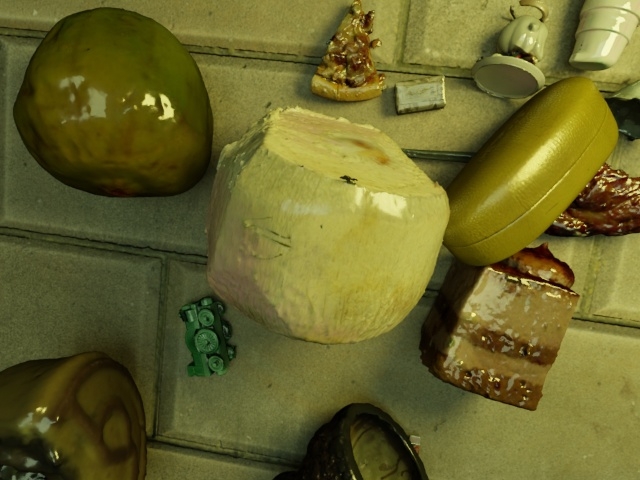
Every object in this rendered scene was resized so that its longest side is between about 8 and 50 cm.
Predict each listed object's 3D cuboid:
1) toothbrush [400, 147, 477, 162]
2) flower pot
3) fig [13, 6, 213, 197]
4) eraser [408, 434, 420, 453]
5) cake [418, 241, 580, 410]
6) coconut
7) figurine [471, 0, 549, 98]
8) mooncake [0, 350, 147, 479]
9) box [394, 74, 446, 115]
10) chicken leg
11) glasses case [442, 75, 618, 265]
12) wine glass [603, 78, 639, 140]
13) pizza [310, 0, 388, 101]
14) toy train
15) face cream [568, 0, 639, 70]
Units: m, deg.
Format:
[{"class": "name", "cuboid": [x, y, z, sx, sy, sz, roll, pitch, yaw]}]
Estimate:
[{"class": "toothbrush", "cuboid": [0.193, -0.171, 0.857, 0.297, 0.030, 0.030, 5, 106, 6]}, {"class": "flower pot", "cuboid": [0.041, 0.503, 0.860, 0.267, 0.266, 0.266, -42, 91, 21]}, {"class": "fig", "cuboid": [-0.350, -0.244, 0.780, 0.343, 0.343, 0.343, 1, 97, 7]}, {"class": "eraser", "cuboid": [0.201, 0.472, 0.946, 0.027, 0.019, 0.099, 7, 97, 6]}, {"class": "cake", "cuboid": [0.326, 0.127, 0.795, 0.199, 0.196, 0.293, 20, 101, 6]}, {"class": "coconut", "cuboid": [0.000, 0.000, 0.732, 0.405, 0.404, 0.404, 1, 97, 7]}, {"class": "figurine", "cuboid": [0.357, -0.355, 0.778, 0.132, 0.132, 0.153, 21, 87, 4]}, {"class": "mooncake", "cuboid": [-0.507, 0.422, 0.834, 0.246, 0.394, 0.393, -5, 57, 5]}, {"class": "box", "cuboid": [0.193, -0.281, 0.835, 0.098, 0.045, 0.062, -4, 97, 9]}, {"class": "chicken leg", "cuboid": [0.575, -0.095, 0.770, 0.407, 0.096, 0.158, -17, 120, 25]}, {"class": "glasses case", "cuboid": [0.342, -0.126, 0.723, 0.371, 0.173, 0.141, -47, 109, -8]}, {"class": "wine glass", "cuboid": [0.605, -0.305, 0.740, 0.156, 0.156, 0.232, 30, 95, 2]}, {"class": "pizza", "cuboid": [0.060, -0.367, 0.827, 0.154, 0.069, 0.193, 6, 100, 7]}, {"class": "toy train", "cuboid": [-0.251, 0.211, 0.943, 0.105, 0.071, 0.178, -8, 98, 18]}, {"class": "face cream", "cuboid": [0.534, -0.467, 0.742, 0.102, 0.102, 0.345, 18, 99, 4]}]
